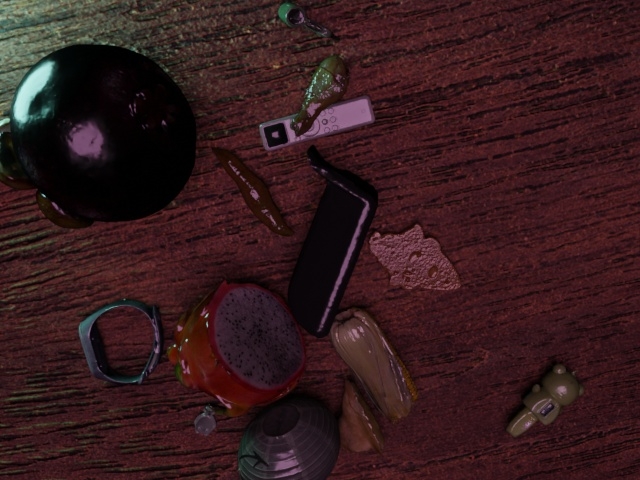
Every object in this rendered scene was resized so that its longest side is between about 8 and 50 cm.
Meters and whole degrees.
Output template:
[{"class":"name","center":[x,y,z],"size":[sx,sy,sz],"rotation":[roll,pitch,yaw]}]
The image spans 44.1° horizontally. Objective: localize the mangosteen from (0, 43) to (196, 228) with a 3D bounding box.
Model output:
[{"class":"mangosteen","center":[-0.470,-0.204,1.639],"size":[0.435,0.382,0.382],"rotation":[-18,107,37]}]

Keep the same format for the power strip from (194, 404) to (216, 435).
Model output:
[{"class":"power strip","center":[-0.284,0.448,1.953],"size":[0.055,0.035,0.083],"rotation":[18,105,-6]}]

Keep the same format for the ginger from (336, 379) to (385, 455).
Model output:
[{"class":"ginger","center":[0.074,0.433,1.929],"size":[0.123,0.115,0.193],"rotation":[-21,94,19]}]

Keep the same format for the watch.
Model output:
[{"class":"watch","center":[-0.464,0.246,1.881],"size":[0.193,0.068,0.206],"rotation":[-12,102,2]}]

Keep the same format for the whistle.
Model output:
[{"class":"whistle","center":[0.549,0.398,1.941],"size":[0.105,0.085,0.227],"rotation":[43,98,-11]}]

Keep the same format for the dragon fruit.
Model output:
[{"class":"dragon fruit","center":[-0.205,0.254,1.801],"size":[0.305,0.305,0.226],"rotation":[45,127,-11]}]

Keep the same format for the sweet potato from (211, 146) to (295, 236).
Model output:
[{"class":"sweet potato","center":[-0.154,-0.113,1.803],"size":[0.067,0.067,0.274],"rotation":[-37,97,7]}]

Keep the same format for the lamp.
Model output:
[{"class":"lamp","center":[-0.073,0.498,1.867],"size":[0.233,0.265,0.233],"rotation":[17,133,20]}]

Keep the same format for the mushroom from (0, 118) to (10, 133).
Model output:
[{"class":"mushroom","center":[-0.749,-0.153,1.762],"size":[0.096,0.099,0.278],"rotation":[39,105,3]}]

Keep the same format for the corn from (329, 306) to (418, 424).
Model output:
[{"class":"corn","center":[0.129,0.298,1.882],"size":[0.123,0.122,0.305],"rotation":[-32,105,7]}]

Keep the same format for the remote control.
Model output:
[{"class":"remote control","center":[-0.008,-0.264,1.784],"size":[0.261,0.029,0.067],"rotation":[-15,103,2]}]

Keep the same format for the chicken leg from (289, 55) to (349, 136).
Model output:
[{"class":"chicken leg","center":[-0.002,-0.314,1.741],"size":[0.085,0.069,0.198],"rotation":[35,93,-2]}]

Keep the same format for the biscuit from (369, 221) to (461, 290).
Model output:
[{"class":"biscuit","center":[0.225,0.048,1.868],"size":[0.250,0.035,0.162],"rotation":[30,106,-8]}]

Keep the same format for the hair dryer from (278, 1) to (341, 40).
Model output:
[{"class":"hair dryer","center":[-0.017,-0.471,1.722],"size":[0.150,0.071,0.047],"rotation":[19,108,-24]}]

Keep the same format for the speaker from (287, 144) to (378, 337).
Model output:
[{"class":"speaker","center":[0.000,0.000,1.784],"size":[0.184,0.180,0.388],"rotation":[20,102,1]}]
